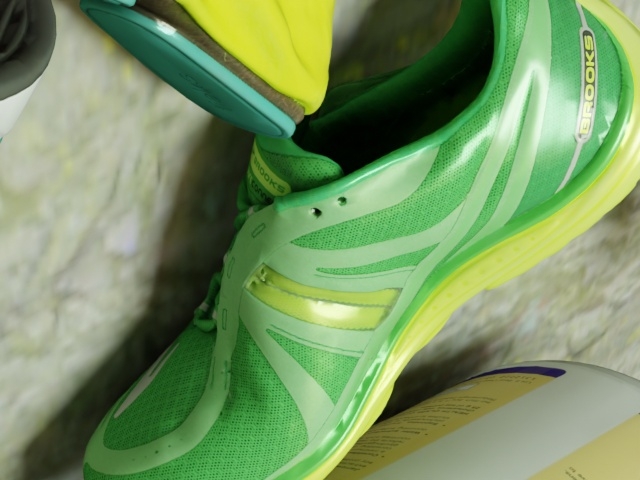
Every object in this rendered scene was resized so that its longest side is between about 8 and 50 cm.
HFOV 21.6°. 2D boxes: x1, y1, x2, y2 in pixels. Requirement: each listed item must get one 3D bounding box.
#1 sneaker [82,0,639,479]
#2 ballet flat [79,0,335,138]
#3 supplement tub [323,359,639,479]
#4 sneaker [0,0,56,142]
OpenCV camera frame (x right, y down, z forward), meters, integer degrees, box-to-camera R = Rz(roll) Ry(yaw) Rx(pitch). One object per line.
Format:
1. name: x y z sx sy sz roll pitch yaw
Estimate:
1. sneaker: 0.000 0.000 0.675 0.295 0.109 0.123 -45 120 11
2. ballet flat: -0.058 -0.099 0.510 0.231 0.077 0.077 27 85 -60
3. supplement tub: 0.047 0.207 0.778 0.331 0.241 0.241 -18 141 -48
4. sneaker: -0.225 -0.013 0.373 0.295 0.124 0.178 5 137 -30
